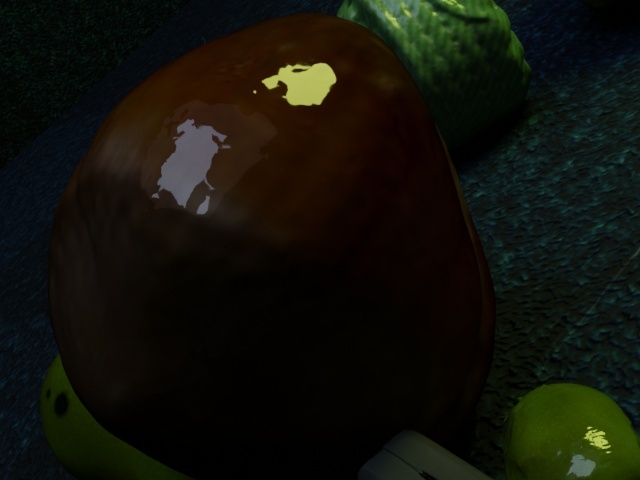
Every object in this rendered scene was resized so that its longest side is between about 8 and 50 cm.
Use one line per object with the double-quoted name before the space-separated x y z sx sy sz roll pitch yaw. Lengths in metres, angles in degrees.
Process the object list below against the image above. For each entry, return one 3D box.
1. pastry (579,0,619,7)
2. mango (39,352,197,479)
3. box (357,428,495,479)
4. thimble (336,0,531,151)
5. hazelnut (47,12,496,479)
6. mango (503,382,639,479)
"pastry" 0.366 -0.451 1.391 0.388 0.313 0.388 -28 19 11
"mango" -0.146 0.156 1.138 0.175 0.143 0.293 -43 32 -18
"box" 0.106 0.187 0.723 0.055 0.103 0.243 -37 20 -14
"thimble" 0.120 -0.206 1.390 0.150 0.219 0.219 -35 21 1
"hazelnut" -0.026 0.014 0.931 0.315 0.372 0.372 10 43 23
"mango" 0.153 0.135 0.803 0.091 0.074 0.165 -38 21 1
